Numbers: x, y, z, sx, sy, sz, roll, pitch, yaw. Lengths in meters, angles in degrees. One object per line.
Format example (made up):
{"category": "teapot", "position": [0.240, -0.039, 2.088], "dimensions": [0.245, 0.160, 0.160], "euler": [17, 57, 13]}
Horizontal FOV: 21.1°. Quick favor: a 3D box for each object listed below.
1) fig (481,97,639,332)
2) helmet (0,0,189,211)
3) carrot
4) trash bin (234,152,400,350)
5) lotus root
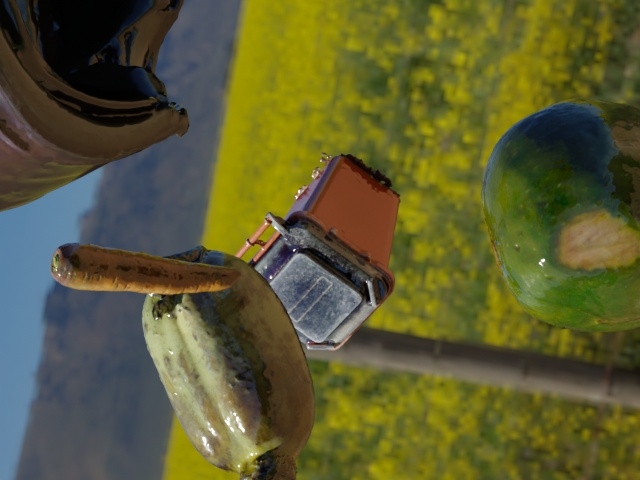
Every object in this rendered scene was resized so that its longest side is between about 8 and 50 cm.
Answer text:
{"category": "fig", "position": [0.254, -0.019, 1.398], "dimensions": [0.195, 0.245, 0.195], "euler": [-4, -90, -82]}
{"category": "helmet", "position": [-0.200, -0.141, 0.925], "dimensions": [0.225, 0.177, 0.305], "euler": [40, -151, -42]}
{"category": "carrot", "position": [-0.165, 0.032, 1.640], "dimensions": [0.047, 0.191, 0.047], "euler": [-25, 61, 57]}
{"category": "trash bin", "position": [0.000, 0.000, 2.195], "dimensions": [0.161, 0.184, 0.238], "euler": [-48, 13, 34]}
{"category": "lotus root", "position": [-0.102, 0.154, 1.941], "dimensions": [0.173, 0.173, 0.309], "euler": [113, 133, -77]}
